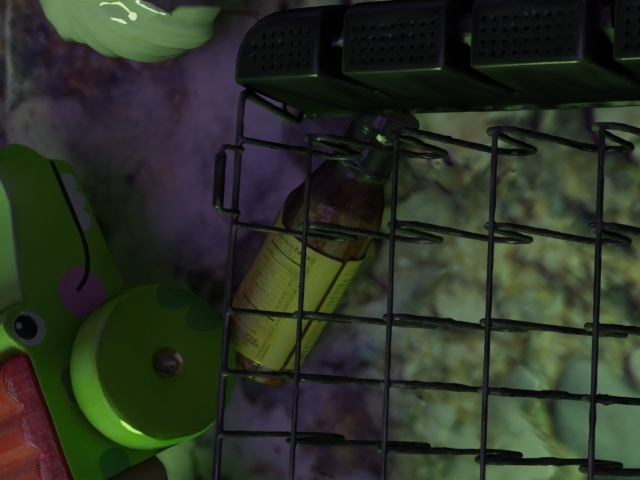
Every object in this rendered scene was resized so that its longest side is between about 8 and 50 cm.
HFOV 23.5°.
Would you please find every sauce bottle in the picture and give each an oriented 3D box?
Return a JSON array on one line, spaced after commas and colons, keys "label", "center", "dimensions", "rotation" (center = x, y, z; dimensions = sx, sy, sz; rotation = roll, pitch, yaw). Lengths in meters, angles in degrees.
[{"label": "sauce bottle", "center": [0.000, 0.000, 0.632], "dimensions": [0.042, 0.042, 0.128], "rotation": [36, 109, 14]}]

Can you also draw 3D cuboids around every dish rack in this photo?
[{"label": "dish rack", "center": [0.053, 0.043, 0.523], "dimensions": [0.208, 0.074, 0.271], "rotation": [1, 85, 35]}]

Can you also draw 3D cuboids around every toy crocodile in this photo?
[{"label": "toy crocodile", "center": [-0.083, 0.126, 0.639], "dimensions": [0.115, 0.105, 0.340], "rotation": [-18, 92, 52]}]

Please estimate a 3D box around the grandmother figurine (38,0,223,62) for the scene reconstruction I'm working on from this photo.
[{"label": "grandmother figurine", "center": [0.000, -0.197, 0.566], "dimensions": [0.342, 0.104, 0.207], "rotation": [-48, 57, 27]}]
